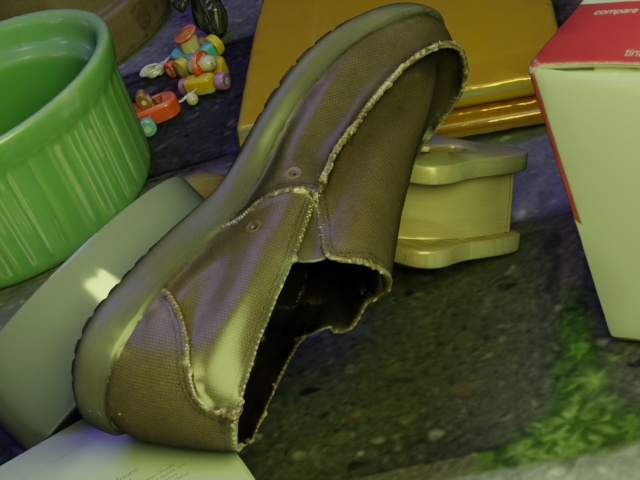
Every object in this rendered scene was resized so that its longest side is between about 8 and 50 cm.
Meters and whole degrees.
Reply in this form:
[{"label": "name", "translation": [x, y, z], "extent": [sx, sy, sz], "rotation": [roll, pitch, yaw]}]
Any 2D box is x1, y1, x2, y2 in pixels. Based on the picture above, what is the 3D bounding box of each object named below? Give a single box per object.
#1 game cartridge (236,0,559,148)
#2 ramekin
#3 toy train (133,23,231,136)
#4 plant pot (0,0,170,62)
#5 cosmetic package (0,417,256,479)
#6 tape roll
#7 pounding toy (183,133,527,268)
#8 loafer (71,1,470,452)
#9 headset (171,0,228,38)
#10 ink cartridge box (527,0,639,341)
[{"label": "game cartridge", "translation": [0.076, -0.181, 1.385], "extent": [0.285, 0.052, 0.323], "rotation": [-9, 30, 9]}, {"label": "ramekin", "translation": [-0.312, -0.082, 1.446], "extent": [0.303, 0.148, 0.303], "rotation": [-18, 32, 11]}, {"label": "toy train", "translation": [-0.159, -0.176, 1.584], "extent": [0.125, 0.046, 0.166], "rotation": [-20, 31, 8]}, {"label": "plant pot", "translation": [-0.340, -0.323, 1.762], "extent": [0.263, 0.229, 0.263], "rotation": [-17, 32, 11]}, {"label": "cosmetic package", "translation": [-0.188, 0.258, 0.884], "extent": [0.377, 0.097, 0.284], "rotation": [-30, 33, -9]}, {"label": "tape roll", "translation": [-0.151, 0.056, 1.078], "extent": [0.219, 0.072, 0.219], "rotation": [-46, -2, -2]}, {"label": "pounding toy", "translation": [0.029, -0.019, 1.180], "extent": [0.270, 0.154, 0.154], "rotation": [13, 20, 31]}, {"label": "loafer", "translation": [0.000, 0.000, 0.966], "extent": [0.130, 0.134, 0.366], "rotation": [28, 66, 23]}, {"label": "headset", "translation": [-0.107, -0.368, 1.799], "extent": [0.243, 0.185, 0.394], "rotation": [-12, 17, 13]}, {"label": "ink cartridge box", "translation": [0.284, -0.105, 0.984], "extent": [0.131, 0.226, 0.306], "rotation": [8, 44, 42]}]
